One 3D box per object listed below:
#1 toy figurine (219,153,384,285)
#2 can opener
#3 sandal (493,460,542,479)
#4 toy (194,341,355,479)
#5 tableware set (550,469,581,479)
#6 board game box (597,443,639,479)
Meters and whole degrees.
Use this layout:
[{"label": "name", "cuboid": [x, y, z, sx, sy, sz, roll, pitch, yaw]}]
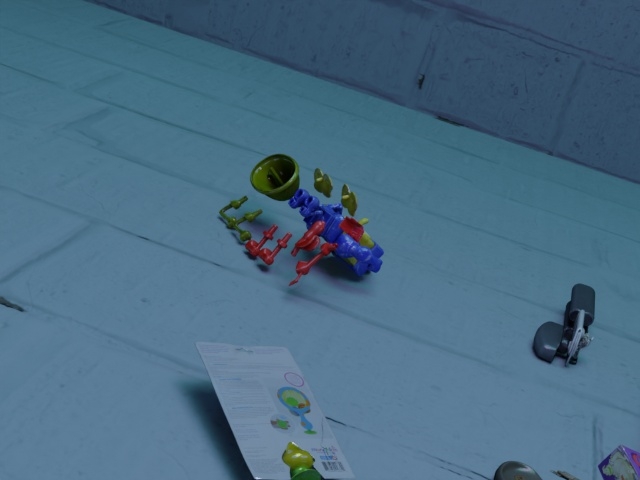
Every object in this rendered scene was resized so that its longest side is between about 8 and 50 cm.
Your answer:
[{"label": "toy figurine", "cuboid": [0.000, 0.000, 1.738, 0.217, 0.191, 0.362, 39, -2, -35]}, {"label": "can opener", "cuboid": [0.450, 0.142, 1.732, 0.093, 0.074, 0.280, 22, 21, 15]}, {"label": "sandal", "cuboid": [0.287, 0.329, 1.164, 0.090, 0.060, 0.219, 8, 23, -22]}, {"label": "toy", "cuboid": [-0.066, 0.220, 1.181, 0.136, 0.056, 0.237, 8, 27, -31]}, {"label": "tableware set", "cuboid": [0.360, 0.329, 1.189, 0.168, 0.020, 0.141, 28, -5, 20]}, {"label": "board game box", "cuboid": [0.480, 0.364, 1.073, 0.346, 0.056, 0.208, 25, 32, -25]}]
